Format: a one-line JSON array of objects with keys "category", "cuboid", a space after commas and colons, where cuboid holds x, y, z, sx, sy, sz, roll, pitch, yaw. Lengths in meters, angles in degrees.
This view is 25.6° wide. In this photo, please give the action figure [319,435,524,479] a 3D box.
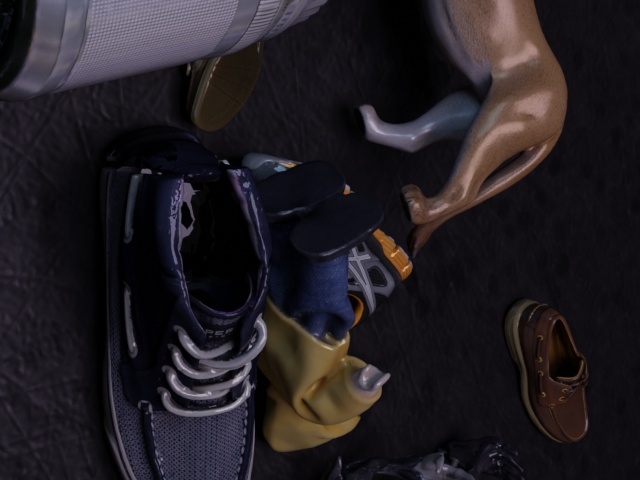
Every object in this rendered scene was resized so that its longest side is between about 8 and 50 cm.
[{"category": "action figure", "cuboid": [0.088, 0.265, 1.299, 0.275, 0.141, 0.164, -12, 106, -42]}]

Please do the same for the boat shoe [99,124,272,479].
[{"category": "boat shoe", "cuboid": [-0.098, 0.087, 1.080, 0.127, 0.158, 0.340, -12, 103, -20]}]

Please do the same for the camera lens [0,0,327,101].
[{"category": "camera lens", "cuboid": [-0.143, -0.222, 0.967, 0.274, 0.219, 0.219, -18, 109, -37]}]

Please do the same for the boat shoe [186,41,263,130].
[{"category": "boat shoe", "cuboid": [-0.078, -0.165, 1.155, 0.056, 0.048, 0.153, 15, 93, -53]}]

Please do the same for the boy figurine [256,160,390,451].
[{"category": "boy figurine", "cuboid": [-0.003, 0.081, 1.163, 0.092, 0.177, 0.285, -28, 138, -27]}]

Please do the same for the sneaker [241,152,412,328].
[{"category": "sneaker", "cuboid": [0.000, 0.000, 1.219, 0.215, 0.084, 0.083, 44, 74, -37]}]

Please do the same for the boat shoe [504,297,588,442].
[{"category": "boat shoe", "cuboid": [0.246, 0.142, 1.464, 0.064, 0.060, 0.178, -38, 120, -30]}]

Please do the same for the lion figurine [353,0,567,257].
[{"category": "lion figurine", "cuboid": [0.140, -0.195, 1.219, 0.240, 0.142, 0.392, -17, 111, -12]}]
